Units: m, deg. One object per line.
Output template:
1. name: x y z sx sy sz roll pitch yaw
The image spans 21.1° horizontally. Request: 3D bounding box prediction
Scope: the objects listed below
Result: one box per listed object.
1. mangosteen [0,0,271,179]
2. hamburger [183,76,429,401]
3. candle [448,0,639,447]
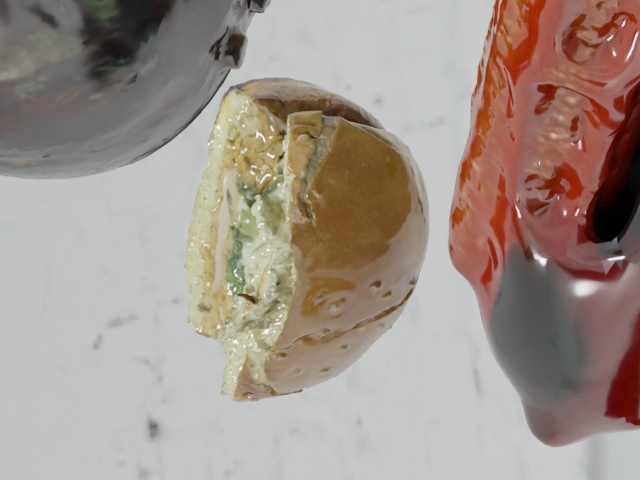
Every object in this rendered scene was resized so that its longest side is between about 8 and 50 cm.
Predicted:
1. mangosteen: -0.152 -0.135 0.652 0.231 0.289 0.231 177 90 -84
2. hamburger: 0.000 0.000 1.224 0.283 0.157 0.144 108 150 -48
3. candle: 0.073 -0.050 0.406 0.059 0.084 0.301 -43 -24 -30
